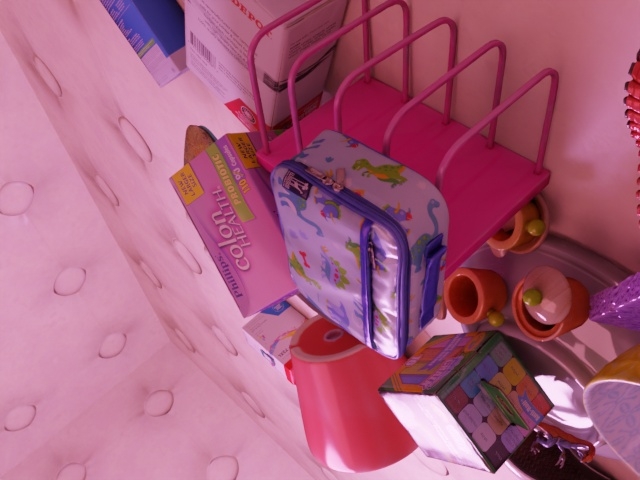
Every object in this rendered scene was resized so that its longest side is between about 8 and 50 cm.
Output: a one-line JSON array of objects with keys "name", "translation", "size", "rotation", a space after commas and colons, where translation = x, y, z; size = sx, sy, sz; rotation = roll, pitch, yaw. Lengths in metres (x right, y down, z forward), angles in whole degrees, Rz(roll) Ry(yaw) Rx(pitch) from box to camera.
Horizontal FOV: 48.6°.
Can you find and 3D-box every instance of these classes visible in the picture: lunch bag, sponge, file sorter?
[{"name": "lunch bag", "translation": [0.042, 0.009, 0.716], "size": [0.176, 0.090, 0.219], "rotation": [34, 149, 29]}, {"name": "sponge", "translation": [0.361, 0.053, 0.683], "size": [0.117, 0.031, 0.210], "rotation": [12, 160, -3]}, {"name": "file sorter", "translation": [0.084, -0.138, 0.786], "size": [0.291, 0.202, 0.182], "rotation": [36, 152, 31]}]

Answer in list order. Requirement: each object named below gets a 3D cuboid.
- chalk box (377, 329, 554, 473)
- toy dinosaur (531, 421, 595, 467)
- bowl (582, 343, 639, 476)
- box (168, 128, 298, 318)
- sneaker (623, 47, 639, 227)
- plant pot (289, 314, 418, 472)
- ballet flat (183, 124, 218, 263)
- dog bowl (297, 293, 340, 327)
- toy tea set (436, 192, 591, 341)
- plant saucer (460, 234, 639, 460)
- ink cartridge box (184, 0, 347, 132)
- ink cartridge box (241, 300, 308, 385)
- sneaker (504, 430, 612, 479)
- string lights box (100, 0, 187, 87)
[{"name": "chalk box", "translation": [0.201, 0.208, 0.939], "size": [0.132, 0.132, 0.213], "rotation": [54, 156, -6]}, {"name": "toy dinosaur", "translation": [0.316, 0.263, 0.928], "size": [0.082, 0.047, 0.090], "rotation": [-26, 92, 48]}, {"name": "bowl", "translation": [0.421, 0.176, 0.680], "size": [0.289, 0.156, 0.289], "rotation": [40, 165, 13]}, {"name": "box", "translation": [-0.051, -0.037, 0.992], "size": [0.117, 0.243, 0.213], "rotation": [-32, 84, 31]}, {"name": "sneaker", "translation": [0.325, -0.064, 0.604], "size": [0.093, 0.088, 0.225], "rotation": [13, 142, 44]}, {"name": "plant pot", "translation": [0.065, 0.281, 1.423], "size": [0.275, 0.275, 0.243], "rotation": [16, 131, 54]}, {"name": "ballet flat", "translation": [-0.176, -0.036, 1.275], "size": [0.123, 0.123, 0.348], "rotation": [20, 143, 51]}, {"name": "dog bowl", "translation": [0.000, 0.000, 1.284], "size": [0.349, 0.102, 0.348], "rotation": [41, 156, 22]}, {"name": "toy tea set", "translation": [0.170, 0.021, 0.880], "size": [0.336, 0.124, 0.199], "rotation": [7, 99, 57]}, {"name": "plant saucer", "translation": [0.319, 0.171, 0.960], "size": [0.400, 0.100, 0.400], "rotation": [40, 155, 23]}, {"name": "ink cartridge box", "translation": [-0.086, -0.289, 0.979], "size": [0.197, 0.114, 0.273], "rotation": [47, 158, 11]}, {"name": "ink cartridge box", "translation": [-0.069, 0.261, 1.772], "size": [0.231, 0.134, 0.078], "rotation": [35, 153, 30]}, {"name": "sneaker", "translation": [0.381, 0.395, 1.178], "size": [0.290, 0.106, 0.123], "rotation": [39, 153, 22]}, {"name": "string lights box", "translation": [-0.318, -0.414, 1.268], "size": [0.259, 0.077, 0.133], "rotation": [57, 156, -15]}]
